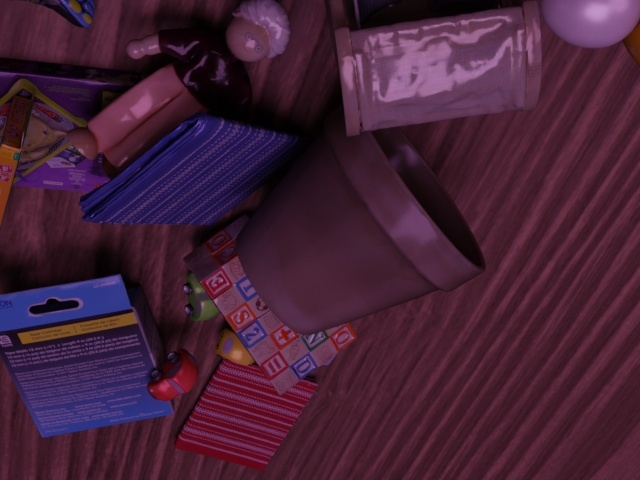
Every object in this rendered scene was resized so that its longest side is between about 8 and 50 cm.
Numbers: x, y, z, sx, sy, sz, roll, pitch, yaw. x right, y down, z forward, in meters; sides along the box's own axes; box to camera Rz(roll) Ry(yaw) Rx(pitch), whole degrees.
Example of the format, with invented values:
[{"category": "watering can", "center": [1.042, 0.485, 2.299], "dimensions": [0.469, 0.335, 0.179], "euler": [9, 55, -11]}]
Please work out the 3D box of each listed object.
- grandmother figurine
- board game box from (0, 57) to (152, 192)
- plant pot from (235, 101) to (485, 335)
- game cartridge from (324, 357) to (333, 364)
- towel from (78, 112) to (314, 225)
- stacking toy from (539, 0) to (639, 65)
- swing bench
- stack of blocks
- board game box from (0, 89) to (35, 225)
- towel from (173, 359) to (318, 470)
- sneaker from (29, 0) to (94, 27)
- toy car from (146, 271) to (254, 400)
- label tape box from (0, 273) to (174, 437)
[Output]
[{"category": "grandmother figurine", "center": [-0.179, -0.214, 1.494], "dimensions": [0.342, 0.104, 0.208], "euler": [-39, 132, 10]}, {"category": "board game box", "center": [-0.394, -0.167, 1.590], "dimensions": [0.347, 0.056, 0.208], "euler": [5, 126, -11]}, {"category": "plant pot", "center": [0.041, -0.011, 1.574], "dimensions": [0.280, 0.323, 0.323], "euler": [-36, 125, 15]}, {"category": "game cartridge", "center": [-0.010, 0.205, 1.973], "dimensions": [0.083, 0.017, 0.056], "euler": [19, 129, -21]}, {"category": "towel", "center": [-0.174, -0.100, 1.556], "dimensions": [0.243, 0.040, 0.336], "euler": [-35, 166, 21]}, {"category": "stacking toy", "center": [0.502, -0.291, 1.337], "dimensions": [0.480, 0.350, 0.350], "euler": [-4, 132, -17]}, {"category": "swing bench", "center": [0.138, -0.290, 1.382], "dimensions": [0.253, 0.254, 0.165], "euler": [-9, 155, 0]}, {"category": "stack of blocks", "center": [-0.080, 0.100, 1.788], "dimensions": [0.171, 0.087, 0.297], "euler": [-36, 127, -7]}, {"category": "board game box", "center": [-0.460, -0.089, 1.538], "dimensions": [0.039, 0.124, 0.259], "euler": [17, 127, -19]}, {"category": "towel", "center": [-0.148, 0.338, 2.062], "dimensions": [0.199, 0.031, 0.274], "euler": [19, 124, -19]}, {"category": "sneaker", "center": [-0.386, -0.351, 1.429], "dimensions": [0.188, 0.067, 0.078], "euler": [31, 142, -31]}, {"category": "toy car", "center": [-0.195, 0.154, 1.835], "dimensions": [0.239, 0.053, 0.224], "euler": [-20, 120, -35]}, {"category": "label tape box", "center": [-0.414, 0.176, 1.841], "dimensions": [0.249, 0.115, 0.347], "euler": [-10, 128, 2]}]
